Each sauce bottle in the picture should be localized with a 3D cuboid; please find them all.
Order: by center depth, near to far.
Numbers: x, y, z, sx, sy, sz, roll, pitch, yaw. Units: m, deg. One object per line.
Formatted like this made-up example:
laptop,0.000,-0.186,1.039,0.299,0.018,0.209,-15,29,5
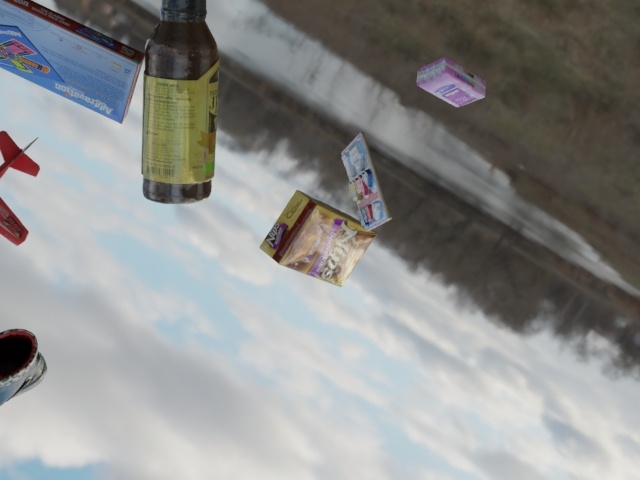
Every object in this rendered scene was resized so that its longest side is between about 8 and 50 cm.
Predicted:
sauce bottle,-0.201,-0.226,1.556,0.111,0.344,0.111,5,-161,-2

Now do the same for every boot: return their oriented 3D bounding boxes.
boot,-0.489,0.201,1.483,0.085,0.236,0.178,59,159,8

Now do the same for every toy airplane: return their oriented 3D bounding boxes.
toy airplane,-0.387,-0.070,1.263,0.151,0.151,0.028,31,161,-28

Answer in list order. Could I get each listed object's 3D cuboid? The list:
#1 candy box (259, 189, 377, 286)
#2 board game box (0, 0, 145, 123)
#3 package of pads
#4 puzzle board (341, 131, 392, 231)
candy box,0.000,0.000,1.674,0.053,0.109,0.186,38,-171,33
board game box,-0.410,-0.286,1.621,0.281,0.145,0.027,25,-130,-5
package of pads,0.167,-0.202,1.378,0.083,0.032,0.050,21,153,-41
puzzle board,0.047,-0.061,1.187,0.128,0.011,0.096,149,103,-80
